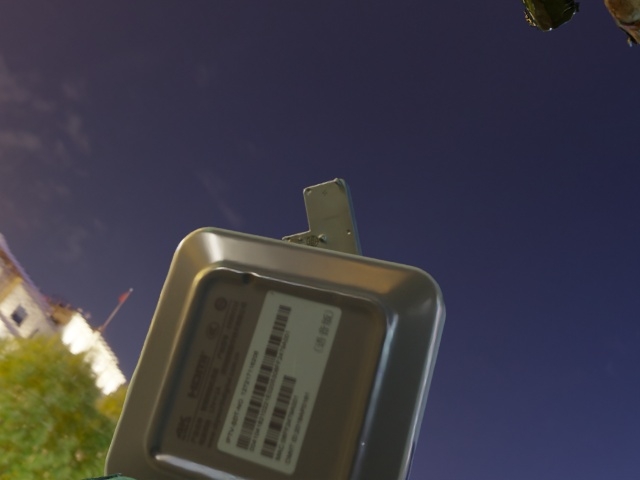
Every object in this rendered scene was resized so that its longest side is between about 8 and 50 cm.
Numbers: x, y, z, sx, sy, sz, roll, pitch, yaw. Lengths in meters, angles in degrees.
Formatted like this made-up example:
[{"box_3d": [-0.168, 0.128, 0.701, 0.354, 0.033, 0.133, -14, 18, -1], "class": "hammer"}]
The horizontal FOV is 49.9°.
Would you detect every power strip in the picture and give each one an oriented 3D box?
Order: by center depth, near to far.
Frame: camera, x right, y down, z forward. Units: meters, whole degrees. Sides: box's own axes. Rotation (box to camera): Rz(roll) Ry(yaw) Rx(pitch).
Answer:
[{"box_3d": [0.000, 0.000, 1.317, 0.145, 0.215, 0.061, -15, -15, 15], "class": "power strip"}]

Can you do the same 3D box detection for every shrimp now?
[{"box_3d": [0.501, -0.491, 1.200, 0.068, 0.287, 0.185, -28, -36, 31], "class": "shrimp"}]

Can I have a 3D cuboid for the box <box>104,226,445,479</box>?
[{"box_3d": [-0.058, 0.183, 0.857, 0.373, 0.367, 0.090, 10, -16, 17], "class": "box"}]

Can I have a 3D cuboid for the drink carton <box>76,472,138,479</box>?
[{"box_3d": [-0.226, 0.327, 0.650, 0.142, 0.144, 0.146, -45, -118, 18], "class": "drink carton"}]

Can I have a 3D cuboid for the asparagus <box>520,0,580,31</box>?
[{"box_3d": [0.352, -0.538, 1.191, 0.382, 0.108, 0.128, 47, 2, -35], "class": "asparagus"}]
